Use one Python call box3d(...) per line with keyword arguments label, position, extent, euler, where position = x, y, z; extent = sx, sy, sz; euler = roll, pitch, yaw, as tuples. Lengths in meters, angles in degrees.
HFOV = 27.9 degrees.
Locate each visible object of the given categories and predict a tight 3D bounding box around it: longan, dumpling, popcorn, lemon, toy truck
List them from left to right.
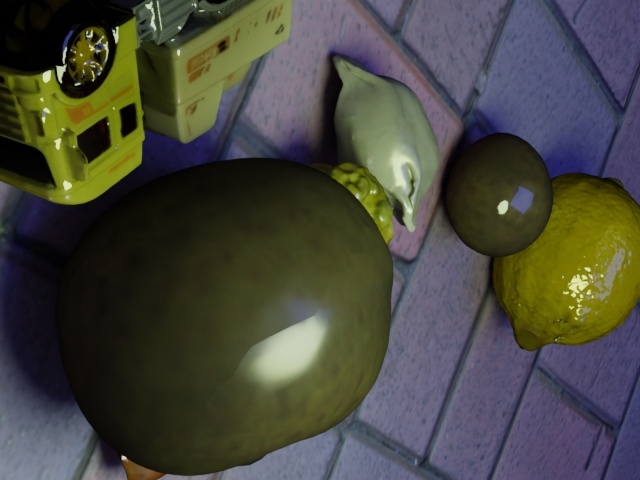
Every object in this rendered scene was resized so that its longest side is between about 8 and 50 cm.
box3d(label="toy truck", position=(-0.185, -0.196, 1.247), extent=(0.405, 0.180, 0.254), euler=(-44, 141, -42))
box3d(label="longan", position=(-0.094, 0.081, 1.332), extent=(0.361, 0.361, 0.361), euler=(-23, 119, -49))
box3d(label="popcorn", position=(-0.001, -0.002, 1.576), extent=(0.197, 0.155, 0.198), euler=(-12, 108, -41))
box3d(label="dumpling", position=(0.081, -0.126, 1.658), extent=(0.162, 0.132, 0.250), euler=(32, 37, -77))
box3d(label="longan", position=(0.270, -0.069, 1.930), extent=(0.204, 0.159, 0.185), euler=(-19, 116, -69))
box3d(label="lemon", position=(0.403, 0.037, 2.073), extent=(0.245, 0.245, 0.320), euler=(41, 74, -52))

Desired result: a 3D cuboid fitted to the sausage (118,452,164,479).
box3d(label="sausage", position=(-0.133, 0.184, 1.525), extent=(0.300, 0.083, 0.089), euler=(-33, 133, -40))
